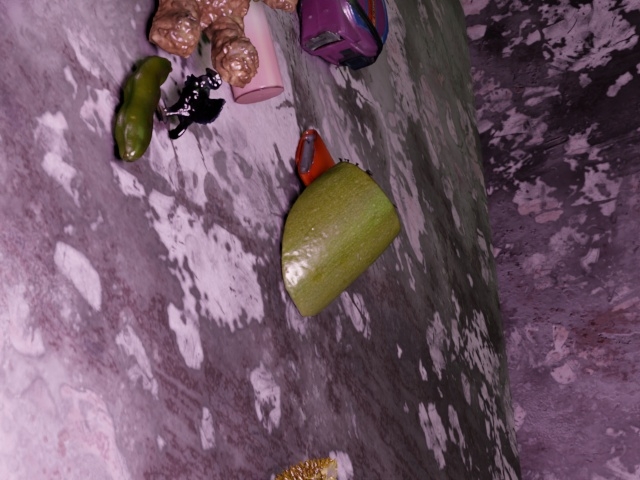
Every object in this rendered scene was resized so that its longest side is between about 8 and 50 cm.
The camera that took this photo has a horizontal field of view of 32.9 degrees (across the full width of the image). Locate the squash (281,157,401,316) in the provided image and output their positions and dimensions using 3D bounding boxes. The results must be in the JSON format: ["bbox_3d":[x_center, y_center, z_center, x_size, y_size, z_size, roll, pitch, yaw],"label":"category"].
[{"bbox_3d":[0.000,0.000,1.916,0.189,0.260,0.189,43,-19,18],"label":"squash"}]

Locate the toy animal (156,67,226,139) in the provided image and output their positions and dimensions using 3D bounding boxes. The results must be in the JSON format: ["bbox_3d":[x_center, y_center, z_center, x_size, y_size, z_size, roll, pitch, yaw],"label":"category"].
[{"bbox_3d":[-0.182,-0.196,1.542,0.062,0.108,0.220,59,-10,-27],"label":"toy animal"}]

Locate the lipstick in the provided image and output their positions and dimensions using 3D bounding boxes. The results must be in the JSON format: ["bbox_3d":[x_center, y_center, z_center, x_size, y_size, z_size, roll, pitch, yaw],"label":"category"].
[{"bbox_3d":[-0.141,-0.398,1.824,0.087,0.087,0.327,0,76,-69],"label":"lipstick"}]

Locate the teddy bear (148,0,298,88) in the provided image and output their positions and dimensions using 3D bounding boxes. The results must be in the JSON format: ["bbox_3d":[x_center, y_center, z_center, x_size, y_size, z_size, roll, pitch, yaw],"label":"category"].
[{"bbox_3d":[-0.128,-0.406,1.638,0.246,0.222,0.296,25,37,-32],"label":"teddy bear"}]

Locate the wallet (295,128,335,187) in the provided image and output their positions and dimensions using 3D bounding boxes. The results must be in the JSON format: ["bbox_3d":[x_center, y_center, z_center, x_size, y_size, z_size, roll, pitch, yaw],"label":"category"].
[{"bbox_3d":[0.014,-0.094,2.058,0.142,0.045,0.204,-82,150,-49],"label":"wallet"}]

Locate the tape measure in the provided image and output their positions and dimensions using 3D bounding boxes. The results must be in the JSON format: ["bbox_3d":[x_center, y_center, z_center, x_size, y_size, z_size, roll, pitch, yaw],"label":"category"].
[{"bbox_3d":[0.037,-0.488,2.294,0.245,0.149,0.231,24,55,-55],"label":"tape measure"}]

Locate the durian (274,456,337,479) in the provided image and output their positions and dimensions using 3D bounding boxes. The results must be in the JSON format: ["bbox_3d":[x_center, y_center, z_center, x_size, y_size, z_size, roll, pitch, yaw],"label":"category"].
[{"bbox_3d":[-0.042,0.394,1.484,0.146,0.102,0.208,75,36,-56],"label":"durian"}]

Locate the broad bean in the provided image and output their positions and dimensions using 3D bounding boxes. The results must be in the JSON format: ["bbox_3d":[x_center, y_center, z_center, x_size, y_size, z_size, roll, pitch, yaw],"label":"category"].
[{"bbox_3d":[-0.240,-0.191,1.463,0.254,0.046,0.065,-83,158,-49],"label":"broad bean"}]
